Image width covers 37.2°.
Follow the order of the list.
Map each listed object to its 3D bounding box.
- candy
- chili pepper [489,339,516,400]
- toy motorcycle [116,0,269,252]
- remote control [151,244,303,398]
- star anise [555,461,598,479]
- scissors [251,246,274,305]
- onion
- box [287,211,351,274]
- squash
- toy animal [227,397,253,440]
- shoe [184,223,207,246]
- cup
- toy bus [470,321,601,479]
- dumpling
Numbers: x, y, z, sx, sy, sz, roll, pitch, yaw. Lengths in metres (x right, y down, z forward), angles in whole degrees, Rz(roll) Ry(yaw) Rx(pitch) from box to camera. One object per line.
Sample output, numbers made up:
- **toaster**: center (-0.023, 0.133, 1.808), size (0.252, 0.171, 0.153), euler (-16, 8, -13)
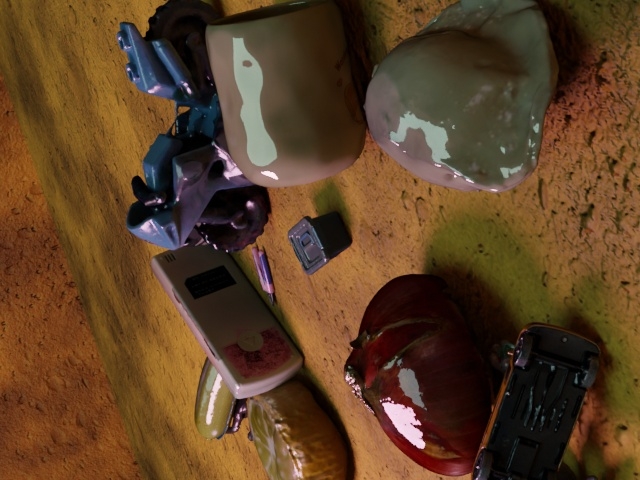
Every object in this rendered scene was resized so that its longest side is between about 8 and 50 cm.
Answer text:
- **candy**: center (-0.045, 0.370, 1.727), size (0.260, 0.118, 0.260), euler (51, 151, 42)
- **chili pepper**: center (0.219, 0.161, 1.091), size (0.050, 0.041, 0.153), euler (-110, 1, -47)
- **toy motorcycle**: center (-0.216, -0.154, 1.469), size (0.172, 0.232, 0.416), euler (30, 136, 57)
- **remote control**: center (-0.174, 0.134, 1.741), size (0.344, 0.145, 0.050), euler (52, 148, 31)
- **star anise**: center (0.277, 0.323, 1.055), size (0.209, 0.089, 0.231), euler (60, 167, -2)
- **scissors**: center (-0.098, 0.065, 1.683), size (0.039, 0.012, 0.113), euler (21, 129, 58)
- **onion**: center (0.123, 0.161, 1.138), size (0.248, 0.161, 0.248), euler (60, -166, -26)
- **box**: center (0.000, 0.000, 1.378), size (0.074, 0.054, 0.099), euler (63, 155, 5)
- **squash**: center (-0.188, 0.255, 1.887), size (0.094, 0.094, 0.341), euler (44, 127, 40)
- **toy animal**: center (-0.162, 0.332, 1.989), size (0.233, 0.084, 0.148), euler (59, 138, 32)
- **shoe**: center (-0.218, -0.047, 1.712), size (0.099, 0.112, 0.227), euler (61, 157, 17)
- **cup**: center (-0.061, -0.188, 1.196), size (0.255, 0.173, 0.202), euler (20, 127, 57)
- **toy bus**: center (0.219, 0.179, 0.991), size (0.088, 0.083, 0.194), euler (-59, -13, -83)
- **dumpling**: center (0.137, -0.144, 0.886), size (0.193, 0.147, 0.258), euler (-55, 37, 15)
